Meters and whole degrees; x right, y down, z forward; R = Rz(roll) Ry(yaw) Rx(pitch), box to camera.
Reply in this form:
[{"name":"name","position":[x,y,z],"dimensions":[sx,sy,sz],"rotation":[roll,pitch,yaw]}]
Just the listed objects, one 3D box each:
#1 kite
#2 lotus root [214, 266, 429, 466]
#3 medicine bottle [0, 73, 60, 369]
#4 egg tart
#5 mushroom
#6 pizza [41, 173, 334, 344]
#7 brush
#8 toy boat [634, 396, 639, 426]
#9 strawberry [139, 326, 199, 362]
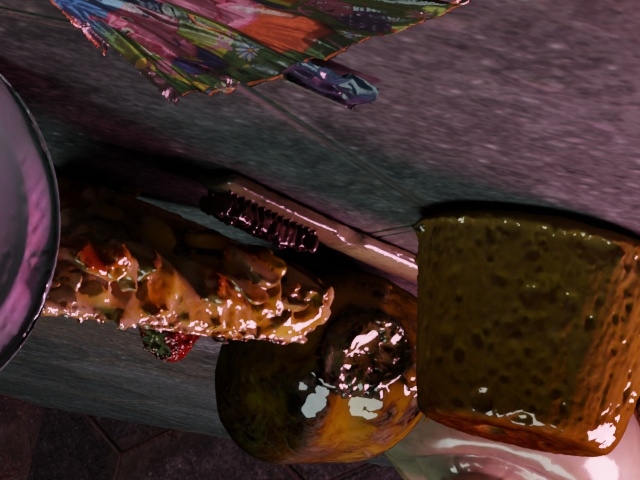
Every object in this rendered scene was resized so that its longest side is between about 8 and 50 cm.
[{"name":"kite","position":[-0.062,-0.117,0.836],"dimensions":[0.234,0.016,0.321],"rotation":[21,165,-27]},{"name":"lotus root","position":[0.002,0.124,1.481],"dimensions":[0.196,0.179,0.397],"rotation":[17,167,-10]},{"name":"medicine bottle","position":[-0.349,-0.010,1.065],"dimensions":[0.245,0.245,0.290],"rotation":[23,163,-40]},{"name":"egg tart","position":[0.149,0.070,1.156],"dimensions":[0.203,0.147,0.202],"rotation":[15,168,3]},{"name":"mushroom","position":[0.174,0.255,1.626],"dimensions":[0.293,0.290,0.292],"rotation":[17,154,9]},{"name":"pizza","position":[-0.156,0.002,1.217],"dimensions":[0.251,0.074,0.288],"rotation":[25,-171,39]},{"name":"brush","position":[0.000,0.000,1.260],"dimensions":[0.043,0.036,0.248],"rotation":[10,170,45]},{"name":"toy boat","position":[0.339,0.183,1.685],"dimensions":[0.066,0.065,0.172],"rotation":[3,168,-24]},{"name":"strawberry","position":[-0.174,0.105,1.895],"dimensions":[0.073,0.073,0.083],"rotation":[3,-159,38]}]
